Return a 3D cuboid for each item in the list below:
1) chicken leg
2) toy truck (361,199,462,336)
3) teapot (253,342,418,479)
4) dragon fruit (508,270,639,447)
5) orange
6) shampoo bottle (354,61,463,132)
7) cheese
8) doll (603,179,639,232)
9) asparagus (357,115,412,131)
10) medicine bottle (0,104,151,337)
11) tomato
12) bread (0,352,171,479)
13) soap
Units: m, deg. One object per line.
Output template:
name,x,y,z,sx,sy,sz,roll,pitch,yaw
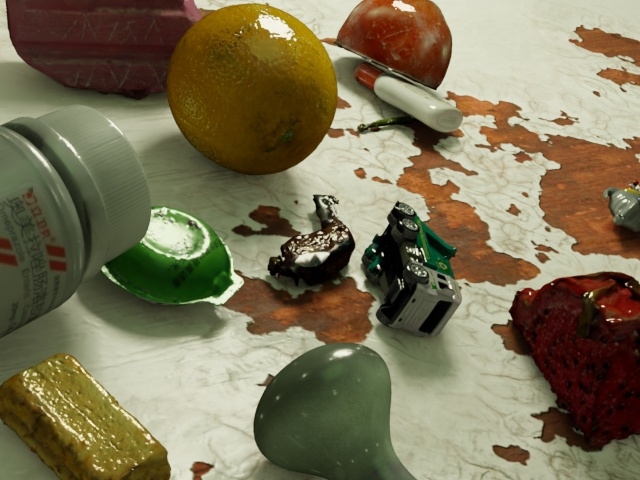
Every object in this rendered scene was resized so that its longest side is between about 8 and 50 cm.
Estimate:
chicken leg,0.000,0.000,2.047,0.105,0.051,0.253,18,30,7
toy truck,0.142,0.045,2.002,0.116,0.110,0.216,19,31,-20
teapot,0.044,0.249,1.604,0.183,0.183,0.251,-15,57,-41
dragon fruit,0.374,0.146,1.924,0.240,0.302,0.330,-48,40,-13
orange,-0.105,-0.235,2.142,0.274,0.274,0.274,13,33,-9
shampoo bottle,0.152,-0.263,2.488,0.221,0.051,0.108,34,19,33
cheese,-0.253,-0.004,1.890,0.320,0.083,0.204,29,37,13
doll,0.550,-0.058,2.395,0.194,0.062,0.104,-26,91,-56
asparagus,0.114,-0.207,2.432,0.127,0.018,0.015,-12,18,-39
medicine bottle,-0.383,-0.023,1.676,0.245,0.245,0.306,36,46,25
tomato,0.150,-0.384,2.540,0.214,0.155,0.181,27,13,9
bread,-0.268,0.221,1.554,0.114,0.083,0.211,-25,52,-40
soap,-0.357,-0.352,2.235,0.324,0.220,0.127,1,28,-25
